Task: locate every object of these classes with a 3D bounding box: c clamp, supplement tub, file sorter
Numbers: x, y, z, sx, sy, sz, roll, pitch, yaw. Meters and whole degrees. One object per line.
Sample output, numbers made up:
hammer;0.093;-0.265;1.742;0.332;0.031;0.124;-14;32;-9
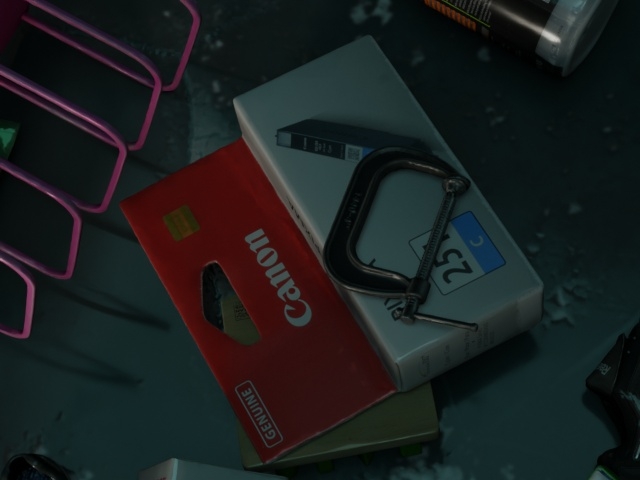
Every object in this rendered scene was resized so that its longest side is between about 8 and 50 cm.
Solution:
c clamp;0.074;-0.004;1.397;0.137;0.022;0.161;7;62;16
supplement tub;0.159;-0.233;1.517;0.190;0.117;0.117;32;80;13
file sorter;-0.246;-0.092;1.443;0.182;0.202;0.291;28;67;-1

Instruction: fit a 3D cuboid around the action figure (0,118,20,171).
action figure;-0.356;-0.006;1.534;0.137;0.063;0.232;10;72;7

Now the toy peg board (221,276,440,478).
toy peg board;0.009;0.119;1.465;0.161;0.079;0.161;-11;58;1

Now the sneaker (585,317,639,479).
sneaker;0.273;0.097;1.432;0.106;0.078;0.234;6;77;5

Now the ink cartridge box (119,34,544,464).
ink cartridge box;0.000;0.000;1.452;0.261;0.066;0.296;-27;60;-9

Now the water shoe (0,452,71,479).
water shoe;-0.208;0.268;1.432;0.073;0.080;0.203;-33;74;-4

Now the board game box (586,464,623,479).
board game box;0.264;0.365;1.341;0.316;0.064;0.242;40;94;15

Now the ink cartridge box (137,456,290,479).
ink cartridge box;-0.086;0.269;1.376;0.127;0.128;0.176;14;74;-16
